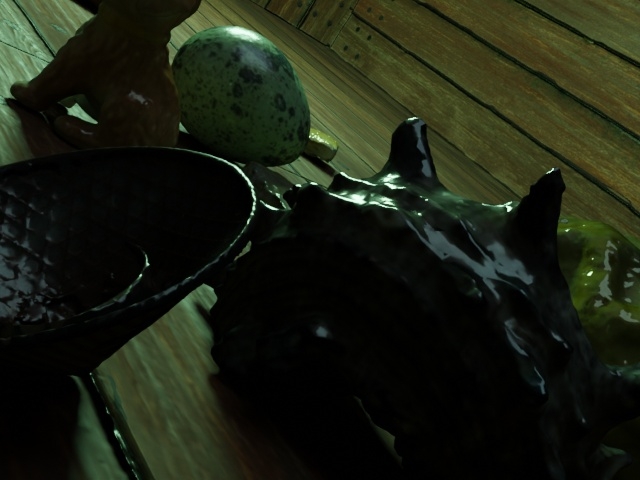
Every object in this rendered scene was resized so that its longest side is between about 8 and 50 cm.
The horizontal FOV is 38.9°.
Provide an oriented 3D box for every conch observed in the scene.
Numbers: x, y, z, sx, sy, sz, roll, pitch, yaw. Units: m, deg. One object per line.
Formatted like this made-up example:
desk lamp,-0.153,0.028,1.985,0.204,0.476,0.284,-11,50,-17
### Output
conch,0.066,0.054,0.565,0.313,0.186,0.241,21,-21,28

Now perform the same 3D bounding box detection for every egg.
egg,-0.084,-0.151,0.974,0.172,0.132,0.132,44,13,-8

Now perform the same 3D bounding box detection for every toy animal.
toy animal,-0.128,-0.148,0.746,0.183,0.185,0.104,34,12,-2

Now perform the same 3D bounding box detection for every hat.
hat,-0.118,0.027,0.418,0.193,0.082,0.193,-6,28,3

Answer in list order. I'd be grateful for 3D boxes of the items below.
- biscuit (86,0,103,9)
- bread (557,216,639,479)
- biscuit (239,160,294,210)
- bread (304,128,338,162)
biscuit,-0.339,-0.383,1.369,0.212,0.036,0.212,31,13,-8
bread,0.253,0.124,0.713,0.196,0.239,0.252,-19,35,-20
biscuit,0.001,0.000,0.865,0.133,0.032,0.250,26,15,-28
bread,-0.014,-0.142,1.306,0.083,0.035,0.070,26,14,-7
